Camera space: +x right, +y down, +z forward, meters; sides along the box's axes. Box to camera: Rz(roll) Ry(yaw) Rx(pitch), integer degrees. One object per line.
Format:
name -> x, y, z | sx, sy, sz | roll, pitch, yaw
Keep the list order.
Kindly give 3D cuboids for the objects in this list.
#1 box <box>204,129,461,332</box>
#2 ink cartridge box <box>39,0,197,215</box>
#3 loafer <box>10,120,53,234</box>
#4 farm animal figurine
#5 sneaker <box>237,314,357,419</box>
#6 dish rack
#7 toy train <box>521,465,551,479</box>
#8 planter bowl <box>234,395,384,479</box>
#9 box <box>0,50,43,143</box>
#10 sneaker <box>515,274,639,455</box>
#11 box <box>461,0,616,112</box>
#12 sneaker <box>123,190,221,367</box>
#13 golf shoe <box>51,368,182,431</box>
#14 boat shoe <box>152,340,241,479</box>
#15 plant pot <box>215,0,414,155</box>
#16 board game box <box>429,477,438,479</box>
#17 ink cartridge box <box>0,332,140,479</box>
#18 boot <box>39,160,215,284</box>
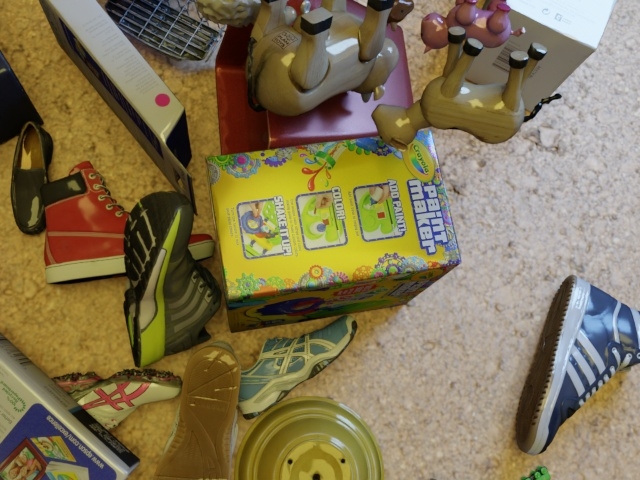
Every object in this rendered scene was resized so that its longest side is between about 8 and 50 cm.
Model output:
box -> 0.000, 0.000, 0.923 | 0.279, 0.290, 0.177 | -9, 76, -8
ink cartridge box -> -0.278, -0.216, 1.008 | 0.069, 0.176, 0.371 | -35, 82, -15
loafer -> -0.434, -0.095, 1.016 | 0.062, 0.061, 0.170 | -4, 76, -9
farm animal figurine -> 0.053, -0.209, 0.789 | 0.326, 0.172, 0.330 | -14, 51, -25
sneaker -> -0.039, 0.166, 0.983 | 0.211, 0.080, 0.081 | -34, 83, -14
dish rack -> -0.212, -0.419, 1.128 | 0.208, 0.074, 0.272 | 28, 75, 3
toy train -> 0.302, 0.361, 1.004 | 0.083, 0.017, 0.024 | -29, 91, -13
planter bowl -> -0.010, 0.323, 0.938 | 0.217, 0.090, 0.217 | 2, 75, -6
box -> -0.639, -0.263, 0.977 | 0.312, 0.179, 0.343 | -33, 81, -15
sneaker -> 0.399, 0.203, 1.016 | 0.153, 0.099, 0.282 | 24, 71, 2
box -> 0.384, -0.427, 1.125 | 0.168, 0.215, 0.345 | 27, 74, 1
sneaker -> -0.192, 0.049, 0.911 | 0.121, 0.300, 0.111 | -10, 52, -27
golf shoe -> -0.282, 0.222, 0.950 | 0.186, 0.067, 0.086 | -5, 86, 1
boat shoe -> -0.158, 0.272, 0.934 | 0.098, 0.096, 0.277 | 16, 95, -1
plant pot -> -0.009, -0.203, 1.009 | 0.235, 0.267, 0.267 | 0, 75, -20
board game box -> 0.215, 0.509, 0.912 | 0.223, 0.097, 0.304 | 22, 75, -2
ink cartridge box -> -0.446, 0.311, 0.890 | 0.303, 0.072, 0.307 | 40, 92, 4
boot -> -0.281, -0.036, 0.996 | 0.244, 0.088, 0.176 | -6, 83, -5
